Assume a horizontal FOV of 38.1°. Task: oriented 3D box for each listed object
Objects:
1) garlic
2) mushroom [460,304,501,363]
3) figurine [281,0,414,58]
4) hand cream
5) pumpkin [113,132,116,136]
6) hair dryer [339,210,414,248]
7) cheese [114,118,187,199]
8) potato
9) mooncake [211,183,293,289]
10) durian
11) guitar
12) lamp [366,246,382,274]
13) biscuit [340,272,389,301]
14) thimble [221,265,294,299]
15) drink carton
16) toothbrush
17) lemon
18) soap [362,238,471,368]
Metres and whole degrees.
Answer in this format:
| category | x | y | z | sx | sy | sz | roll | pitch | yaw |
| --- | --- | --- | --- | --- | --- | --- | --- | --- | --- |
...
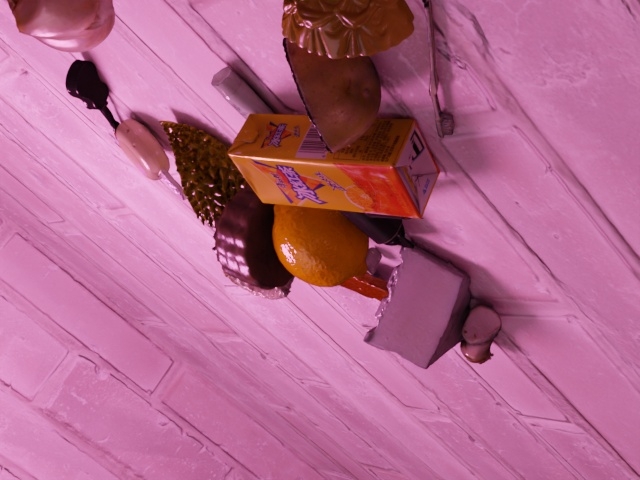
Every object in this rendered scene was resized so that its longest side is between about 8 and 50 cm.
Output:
| category | x | y | z | sx | sy | sz | roll | pitch | yaw |
| --- | --- | --- | --- | --- | --- | --- | --- | --- | --- |
| garlic | -0.446 | -0.461 | 1.588 | 0.203 | 0.184 | 0.281 | -12 | 115 | 24 |
| mushroom | 0.342 | 0.203 | 1.995 | 0.081 | 0.092 | 0.223 | 10 | 160 | 9 |
| figurine | 0.013 | -0.406 | 1.170 | 0.187 | 0.168 | 0.315 | 49 | 161 | 42 |
| hand cream | -0.123 | -0.244 | 1.752 | 0.078 | 0.049 | 0.205 | -1 | 145 | 45 |
| pumpkin | -0.450 | -0.221 | 2.224 | 0.101 | 0.035 | 0.073 | 11 | 151 | 37 |
| hair dryer | 0.138 | -0.042 | 1.734 | 0.196 | 0.078 | 0.248 | 40 | 169 | -21 |
| cheese | -0.378 | -0.176 | 2.105 | 0.227 | 0.064 | 0.137 | 48 | 166 | 16 |
| potato | 0.032 | -0.248 | 1.456 | 0.117 | 0.182 | 0.202 | -18 | 115 | 15 |
| mooncake | -0.129 | -0.013 | 1.986 | 0.124 | 0.228 | 0.228 | 12 | 150 | 36 |
| durian | -0.227 | -0.131 | 2.077 | 0.169 | 0.158 | 0.355 | 61 | 176 | 38 |
| guitar | -0.488 | -0.301 | 2.079 | 0.038 | 0.083 | 0.271 | 11 | 158 | 20 |
| lamp | 0.054 | 0.034 | 2.076 | 0.198 | 0.056 | 0.050 | 9 | 150 | 50 |
| biscuit | 0.080 | 0.091 | 2.143 | 0.183 | 0.043 | 0.280 | 38 | 168 | -33 |
| thimble | -0.127 | 0.050 | 2.210 | 0.191 | 0.143 | 0.137 | 20 | 153 | 28 |
| drink carton | 0.021 | -0.135 | 1.655 | 0.351 | 0.111 | 0.154 | 6 | 147 | 34 |
| toothbrush | 0.171 | -0.251 | 1.389 | 0.028 | 0.026 | 0.294 | 3 | 147 | 18 |
| lemon | 0.000 | 0.000 | 1.904 | 0.244 | 0.186 | 0.187 | 41 | 155 | -19 |
| soap | 0.247 | 0.119 | 2.008 | 0.159 | 0.257 | 0.302 | 24 | -161 | 19 |
